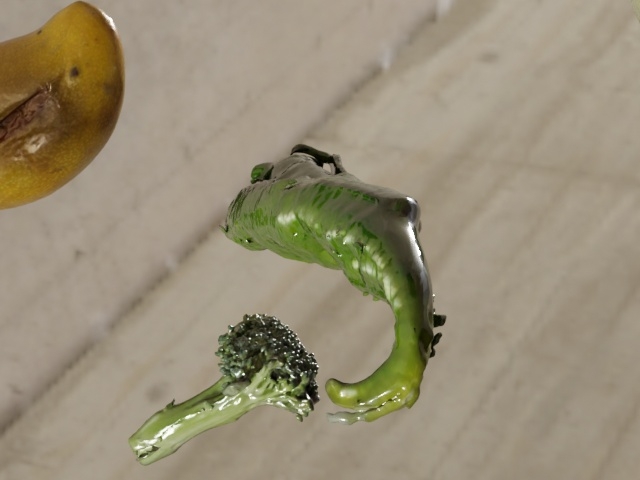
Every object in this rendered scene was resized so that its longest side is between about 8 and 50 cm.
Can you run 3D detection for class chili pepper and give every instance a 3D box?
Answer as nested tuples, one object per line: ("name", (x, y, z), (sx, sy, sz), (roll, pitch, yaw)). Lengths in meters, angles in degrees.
("chili pepper", (0.000, 0.000, 0.874), (0.076, 0.085, 0.359), (59, 178, -14))

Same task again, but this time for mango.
("mango", (-0.326, -0.138, 1.905), (0.177, 0.295, 0.120), (55, -145, -1))

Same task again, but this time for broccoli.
("broccoli", (-0.099, 0.152, 1.676), (0.118, 0.204, 0.122), (51, -169, -34))

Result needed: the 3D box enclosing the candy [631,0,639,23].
("candy", (0.308, -0.312, 1.403), (0.135, 0.179, 0.321), (-3, -118, -39))
